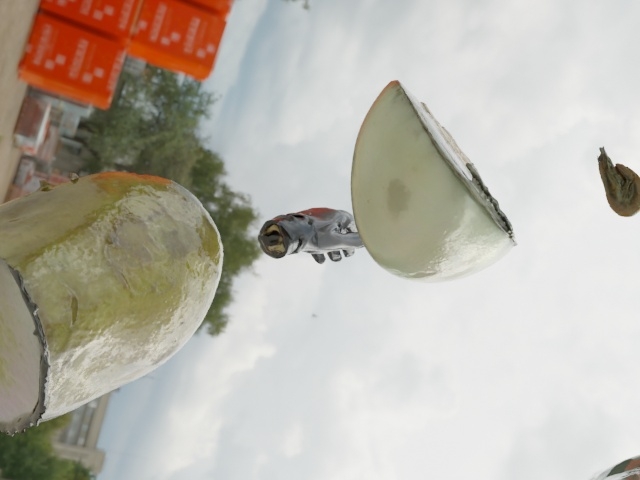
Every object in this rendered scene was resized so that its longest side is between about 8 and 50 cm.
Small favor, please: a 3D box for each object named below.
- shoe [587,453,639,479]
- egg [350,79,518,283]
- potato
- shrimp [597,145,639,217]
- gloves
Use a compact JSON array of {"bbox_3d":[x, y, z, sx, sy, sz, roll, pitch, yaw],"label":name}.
[{"bbox_3d":[0.194,0.141,0.444,0.078,0.079,0.195,-53,169,-9],"label":"shoe"},{"bbox_3d":[0.120,-0.065,1.083,0.174,0.264,0.286,-33,-134,12],"label":"egg"},{"bbox_3d":[-0.220,0.039,0.813,0.229,0.266,0.229,21,-57,37],"label":"potato"},{"bbox_3d":[0.428,-0.086,1.165,0.059,0.023,0.108,-18,-93,46],"label":"shrimp"},{"bbox_3d":[-0.001,-0.010,1.620,0.142,0.286,0.119,14,-87,34],"label":"gloves"}]
